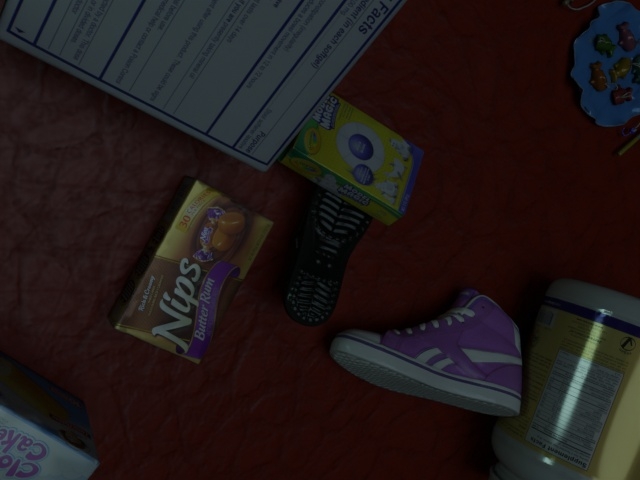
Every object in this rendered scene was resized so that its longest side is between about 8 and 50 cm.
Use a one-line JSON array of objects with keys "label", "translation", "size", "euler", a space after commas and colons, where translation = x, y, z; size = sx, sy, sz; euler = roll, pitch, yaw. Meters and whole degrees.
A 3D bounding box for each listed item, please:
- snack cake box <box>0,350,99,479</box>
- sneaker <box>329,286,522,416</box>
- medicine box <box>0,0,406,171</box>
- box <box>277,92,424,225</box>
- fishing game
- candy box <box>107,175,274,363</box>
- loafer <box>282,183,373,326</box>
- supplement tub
[{"label": "snack cake box", "translation": [-0.350, 0.151, 0.644], "size": [0.264, 0.152, 0.089], "euler": [42, 80, -26]}, {"label": "sneaker", "translation": [0.149, 0.130, 0.926], "size": [0.282, 0.102, 0.161], "euler": [19, 68, -20]}, {"label": "medicine box", "translation": [-0.097, -0.249, 0.627], "size": [0.289, 0.149, 0.263], "euler": [25, 127, -28]}, {"label": "box", "translation": [0.031, -0.107, 0.807], "size": [0.179, 0.043, 0.105], "euler": [28, 59, -14]}, {"label": "fishing game", "translation": [0.449, -0.264, 1.015], "size": [0.189, 0.041, 0.264], "euler": [-34, 112, -19]}, {"label": "candy box", "translation": [-0.147, 0.033, 0.776], "size": [0.109, 0.053, 0.186], "euler": [30, 84, -27]}, {"label": "loafer", "translation": [0.000, 0.000, 0.831], "size": [0.080, 0.078, 0.220], "euler": [29, 70, -15]}, {"label": "supplement tub", "translation": [0.389, 0.243, 0.965], "size": [0.241, 0.241, 0.331], "euler": [21, 90, -27]}]
